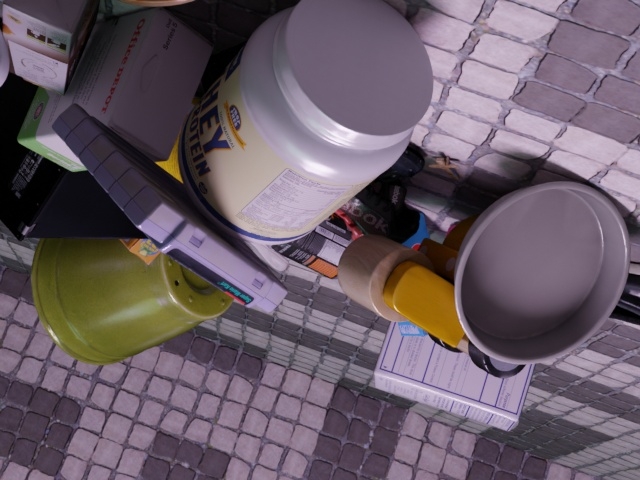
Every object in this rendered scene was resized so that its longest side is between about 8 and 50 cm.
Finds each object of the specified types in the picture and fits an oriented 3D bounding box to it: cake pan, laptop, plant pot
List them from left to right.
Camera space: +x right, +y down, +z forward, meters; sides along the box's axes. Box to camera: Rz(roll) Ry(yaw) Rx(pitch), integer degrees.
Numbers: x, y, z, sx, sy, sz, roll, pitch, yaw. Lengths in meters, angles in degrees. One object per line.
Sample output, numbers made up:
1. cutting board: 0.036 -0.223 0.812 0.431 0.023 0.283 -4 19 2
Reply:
1. laptop: -0.433 -0.181 2.066 0.408 0.236 0.382 47 137 1
2. plant pot: -0.376 0.077 2.552 0.353 0.366 0.366 -11 147 39
3. cake pan: 0.325 0.044 1.747 0.293 0.293 0.054 29 -171 -28

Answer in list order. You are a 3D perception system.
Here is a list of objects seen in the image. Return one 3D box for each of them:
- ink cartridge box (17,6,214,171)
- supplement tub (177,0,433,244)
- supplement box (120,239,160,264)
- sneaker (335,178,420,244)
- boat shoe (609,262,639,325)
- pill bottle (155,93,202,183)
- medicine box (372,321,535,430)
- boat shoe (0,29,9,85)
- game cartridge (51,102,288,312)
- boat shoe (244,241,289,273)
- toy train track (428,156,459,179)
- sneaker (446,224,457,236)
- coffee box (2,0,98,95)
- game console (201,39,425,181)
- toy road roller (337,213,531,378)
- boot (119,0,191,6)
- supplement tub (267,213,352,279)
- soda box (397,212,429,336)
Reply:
1. ink cartridge box: -0.306 -0.217 1.722 0.114 0.198 0.273 32 160 -37
2. supplement tub: -0.024 -0.153 1.488 0.235 0.235 0.325 25 149 -17
3. supplement box: -0.402 -0.052 2.395 0.233 0.080 0.078 47 -178 38
4. sneaker: 0.064 -0.082 1.921 0.135 0.098 0.276 -21 128 36
5. boat shoe: 0.458 0.099 2.006 0.340 0.113 0.127 9 161 33
6. pill bottle: -0.167 -0.137 1.824 0.245 0.136 0.136 30 170 30
7. medicine box: 0.276 0.193 2.250 0.289 0.263 0.149 18 164 7
8. boat shoe: -0.513 -0.325 1.512 0.335 0.121 0.119 56 171 24
9. game cartridge: -0.193 -0.031 1.567 0.230 0.068 0.355 51 -174 32
10. boat shoe: -0.144 -0.049 2.282 0.118 0.103 0.320 30 170 46
11. toy train track: 0.198 -0.114 1.807 0.048 0.014 0.083 2 163 27
12. sneaker: 0.275 0.045 2.090 0.111 0.103 0.252 5 160 0
13. coffee box: -0.364 -0.313 1.589 0.098 0.141 0.246 22 163 -9
14. game console: -0.006 -0.185 1.761 0.361 0.044 0.213 31 161 -28
15. toy road roller: 0.217 0.048 1.868 0.329 0.241 0.202 29 179 -25
16. boot: -0.251 -0.388 1.328 0.283 0.109 0.220 25 160 8
17. supplement tub: 0.000 0.000 2.209 0.190 0.117 0.117 27 162 -24
18. soda box: 0.162 0.061 2.070 0.071 0.210 0.067 -20 -171 -34
